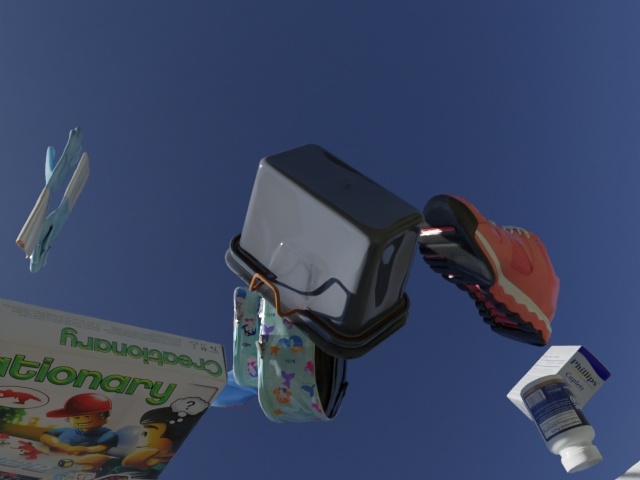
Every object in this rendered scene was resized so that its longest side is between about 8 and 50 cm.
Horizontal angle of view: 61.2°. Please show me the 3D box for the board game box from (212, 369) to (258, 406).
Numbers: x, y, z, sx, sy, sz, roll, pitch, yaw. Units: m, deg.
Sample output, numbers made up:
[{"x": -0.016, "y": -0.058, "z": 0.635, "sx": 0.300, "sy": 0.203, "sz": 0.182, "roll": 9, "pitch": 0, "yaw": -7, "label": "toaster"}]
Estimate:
[{"x": -0.180, "y": 0.330, "z": 1.170, "sx": 0.169, "sy": 0.133, "sz": 0.033, "roll": -22, "pitch": -69, "yaw": -51, "label": "board game box"}]

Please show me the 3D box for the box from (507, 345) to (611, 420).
[{"x": 0.425, "y": 0.261, "z": 0.973, "sx": 0.137, "sy": 0.126, "sz": 0.072, "roll": -44, "pitch": -98, "yaw": -8, "label": "box"}]

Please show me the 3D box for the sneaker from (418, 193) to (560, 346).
[{"x": 0.256, "y": 0.021, "z": 0.793, "sx": 0.314, "sy": 0.116, "sz": 0.136, "roll": 46, "pitch": -113, "yaw": -29, "label": "sneaker"}]

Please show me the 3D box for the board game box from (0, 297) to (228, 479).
[{"x": -0.260, "y": 0.139, "z": 0.465, "sx": 0.305, "sy": 0.053, "sz": 0.193, "roll": 19, "pitch": -61, "yaw": -31, "label": "board game box"}]

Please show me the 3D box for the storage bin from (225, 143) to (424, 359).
[{"x": 0.000, "y": 0.000, "z": 0.372, "sx": 0.098, "sy": 0.135, "sz": 0.091, "roll": -26, "pitch": -39, "yaw": -40, "label": "storage bin"}]

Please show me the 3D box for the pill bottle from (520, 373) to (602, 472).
[{"x": 0.337, "y": 0.255, "z": 0.755, "sx": 0.067, "sy": 0.067, "sz": 0.120, "roll": 18, "pitch": -142, "yaw": -36, "label": "pill bottle"}]

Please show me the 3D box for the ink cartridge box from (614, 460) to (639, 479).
[{"x": 0.623, "y": 0.333, "z": 0.848, "sx": 0.371, "sy": 0.069, "sz": 0.175, "roll": -37, "pitch": -53, "yaw": 3, "label": "ink cartridge box"}]

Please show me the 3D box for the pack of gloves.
[{"x": -0.453, "y": -0.070, "z": 0.900, "sx": 0.046, "sy": 0.195, "sz": 0.232, "roll": 20, "pitch": -118, "yaw": -13, "label": "pack of gloves"}]

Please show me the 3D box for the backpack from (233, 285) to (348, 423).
[{"x": -0.040, "y": 0.177, "z": 0.910, "sx": 0.225, "sy": 0.191, "sz": 0.253, "roll": 40, "pitch": -139, "yaw": -73, "label": "backpack"}]
